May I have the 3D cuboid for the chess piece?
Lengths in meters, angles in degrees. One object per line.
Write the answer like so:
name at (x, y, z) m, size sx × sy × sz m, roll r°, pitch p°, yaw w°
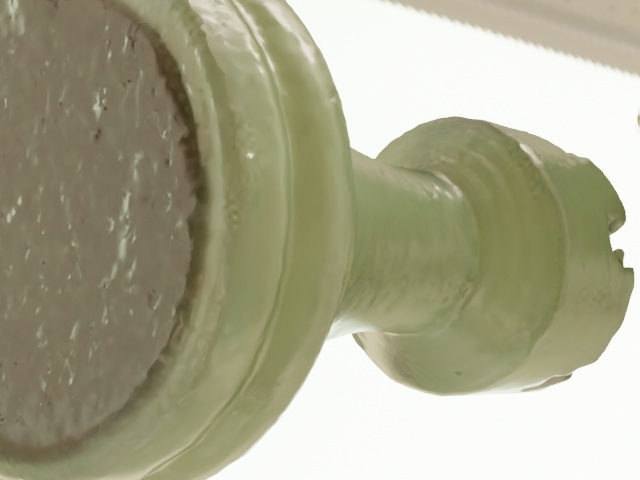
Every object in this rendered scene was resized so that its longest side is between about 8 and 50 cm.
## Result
chess piece at (0.000, 0.000, 0.674) m, size 0.299 × 0.194 × 0.195 m, roll 6°, pitch -112°, yaw -49°

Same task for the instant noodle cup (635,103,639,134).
instant noodle cup at (0.358, -0.129, 0.913) m, size 0.254 × 0.325 × 0.325 m, roll 34°, pitch -115°, yaw 10°
